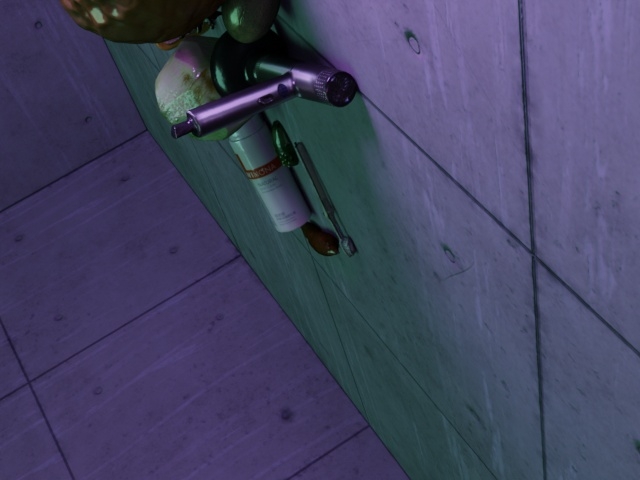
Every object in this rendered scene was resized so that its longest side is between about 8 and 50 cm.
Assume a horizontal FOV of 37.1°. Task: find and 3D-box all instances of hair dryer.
[{"bbox_3d":[-0.132,-0.269,1.587,0.320,0.284,0.155,-144,51,-60],"label":"hair dryer"}]

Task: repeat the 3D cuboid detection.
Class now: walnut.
[{"bbox_3d":[-0.274,-0.492,1.493,0.398,0.308,0.354,-8,103,62],"label":"walnut"}]

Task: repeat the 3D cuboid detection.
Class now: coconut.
[{"bbox_3d":[-0.224,-0.328,2.019,0.235,0.236,0.204,58,-158,1],"label":"coconut"}]

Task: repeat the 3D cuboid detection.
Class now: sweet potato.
[{"bbox_3d":[-0.001,0.001,2.287,0.057,0.057,0.264,62,170,-18],"label":"sweet potato"}]

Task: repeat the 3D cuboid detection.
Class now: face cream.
[{"bbox_3d":[-0.135,-0.185,2.255,0.345,0.102,0.102,62,169,-24],"label":"face cream"}]

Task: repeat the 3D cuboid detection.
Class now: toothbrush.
[{"bbox_3d":[0.009,-0.087,2.081,0.028,0.026,0.294,1,124,55],"label":"toothbrush"}]

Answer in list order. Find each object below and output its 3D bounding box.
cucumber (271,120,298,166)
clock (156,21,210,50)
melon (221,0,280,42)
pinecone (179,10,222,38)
[{"bbox_3d":[-0.090,-0.217,2.144,0.067,0.035,0.107,43,160,58],"label":"cucumber"},{"bbox_3d":[-0.342,-0.537,2.105,0.096,0.143,0.202,48,165,53],"label":"clock"},{"bbox_3d":[-0.117,-0.393,1.590,0.098,0.098,0.130,48,129,44],"label":"melon"},{"bbox_3d":[-0.299,-0.514,1.810,0.292,0.246,0.246,45,170,-7],"label":"pinecone"}]
